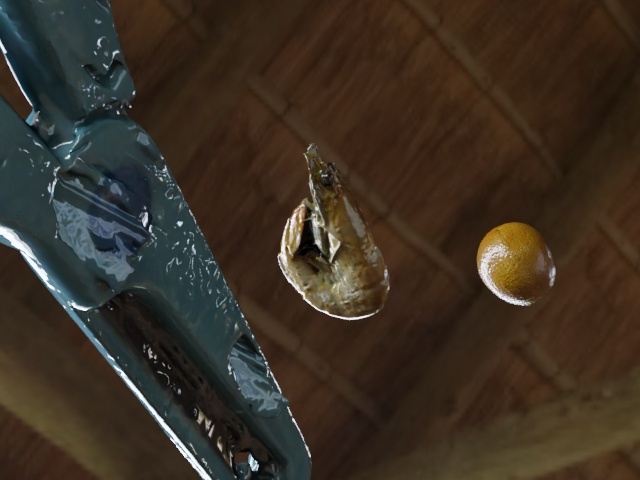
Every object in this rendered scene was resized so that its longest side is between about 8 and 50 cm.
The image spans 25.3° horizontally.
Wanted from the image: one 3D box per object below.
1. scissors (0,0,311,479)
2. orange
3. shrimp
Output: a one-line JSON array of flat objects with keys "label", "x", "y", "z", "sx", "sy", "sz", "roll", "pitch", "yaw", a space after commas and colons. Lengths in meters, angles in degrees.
[{"label": "scissors", "x": -0.076, "y": -0.014, "z": 0.431, "sx": 0.032, "sy": 0.180, "sz": 0.393, "roll": 14, "pitch": -33, "yaw": 33}, {"label": "orange", "x": 0.196, "y": 0.023, "z": 1.419, "sx": 0.085, "sy": 0.085, "sz": 0.085, "roll": 3, "pitch": -43, "yaw": 3}, {"label": "shrimp", "x": 0.000, "y": 0.000, "z": 0.762, "sx": 0.059, "sy": 0.023, "sz": 0.108, "roll": -10, "pitch": -60, "yaw": 27}]
